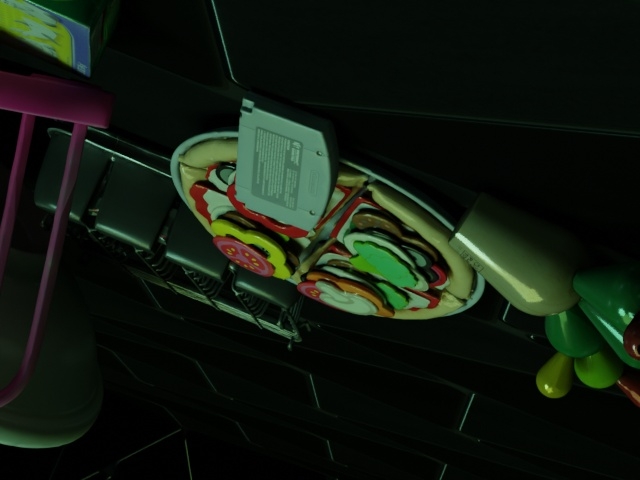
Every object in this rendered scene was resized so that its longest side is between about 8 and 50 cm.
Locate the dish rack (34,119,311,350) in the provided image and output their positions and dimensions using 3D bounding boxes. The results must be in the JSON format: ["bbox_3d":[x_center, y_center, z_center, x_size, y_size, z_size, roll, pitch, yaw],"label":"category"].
[{"bbox_3d":[-0.092,0.004,1.319,0.208,0.074,0.271,23,171,6],"label":"dish rack"}]

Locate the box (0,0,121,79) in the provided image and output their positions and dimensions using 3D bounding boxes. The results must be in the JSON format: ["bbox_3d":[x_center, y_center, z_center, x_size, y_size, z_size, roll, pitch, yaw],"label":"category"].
[{"bbox_3d":[-0.183,-0.139,0.869,0.179,0.043,0.105,25,169,-2],"label":"box"}]

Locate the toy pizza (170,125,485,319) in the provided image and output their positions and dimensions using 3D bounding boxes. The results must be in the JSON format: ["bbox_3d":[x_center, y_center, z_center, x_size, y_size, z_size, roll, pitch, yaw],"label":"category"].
[{"bbox_3d":[0.000,0.000,1.088,0.201,0.032,0.201,20,157,9],"label":"toy pizza"}]

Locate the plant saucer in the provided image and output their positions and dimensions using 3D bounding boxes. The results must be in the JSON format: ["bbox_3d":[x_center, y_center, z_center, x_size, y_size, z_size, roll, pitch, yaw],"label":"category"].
[{"bbox_3d":[-0.299,-0.017,1.336,0.400,0.100,0.400,39,-169,-9],"label":"plant saucer"}]

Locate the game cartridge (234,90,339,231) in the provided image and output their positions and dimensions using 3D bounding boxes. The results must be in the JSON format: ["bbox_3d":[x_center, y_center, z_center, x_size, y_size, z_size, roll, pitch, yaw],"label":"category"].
[{"bbox_3d":[-0.018,-0.041,0.988,0.056,0.017,0.083,24,143,13],"label":"game cartridge"}]

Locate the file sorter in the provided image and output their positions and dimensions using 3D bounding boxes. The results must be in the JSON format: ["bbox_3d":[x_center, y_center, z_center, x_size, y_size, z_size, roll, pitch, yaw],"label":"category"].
[{"bbox_3d":[-0.279,-0.030,0.997,0.202,0.182,0.290,10,-174,-33],"label":"file sorter"}]

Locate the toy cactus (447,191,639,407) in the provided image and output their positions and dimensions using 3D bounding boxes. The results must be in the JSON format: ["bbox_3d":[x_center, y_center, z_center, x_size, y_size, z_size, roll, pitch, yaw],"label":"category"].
[{"bbox_3d":[0.146,0.045,0.972,0.180,0.112,0.219,33,178,-1],"label":"toy cactus"}]
